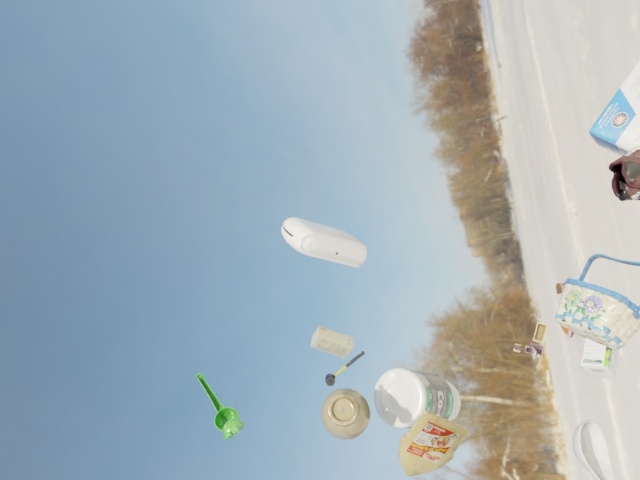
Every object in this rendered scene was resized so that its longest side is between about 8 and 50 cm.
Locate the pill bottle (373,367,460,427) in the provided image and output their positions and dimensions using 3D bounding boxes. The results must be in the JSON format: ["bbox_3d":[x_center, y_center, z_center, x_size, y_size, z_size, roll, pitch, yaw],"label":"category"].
[{"bbox_3d":[0.372,0.590,1.822,0.361,0.204,0.204,25,-123,-49],"label":"pill bottle"}]

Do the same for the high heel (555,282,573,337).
[{"bbox_3d":[1.099,0.296,2.133,0.082,0.117,0.243,133,132,-71],"label":"high heel"}]

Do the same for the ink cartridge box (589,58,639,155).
[{"bbox_3d":[1.024,-0.321,1.355,0.166,0.285,0.395,11,-155,-50],"label":"ink cartridge box"}]

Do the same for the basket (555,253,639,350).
[{"bbox_3d":[0.923,0.184,1.573,0.201,0.255,0.288,39,-98,-21],"label":"basket"}]

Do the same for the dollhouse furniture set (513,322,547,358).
[{"bbox_3d":[0.690,0.323,1.591,0.081,0.091,0.114,-20,-58,-76],"label":"dollhouse furniture set"}]

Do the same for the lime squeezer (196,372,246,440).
[{"bbox_3d":[-0.205,0.389,1.090,0.059,0.310,0.109,-15,-78,-24],"label":"lime squeezer"}]

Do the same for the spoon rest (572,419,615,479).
[{"bbox_3d":[0.769,0.644,1.361,0.137,0.084,0.276,4,-103,-34],"label":"spoon rest"}]

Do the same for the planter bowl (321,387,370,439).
[{"bbox_3d":[0.077,0.548,1.570,0.109,0.162,0.161,74,-165,-63],"label":"planter bowl"}]

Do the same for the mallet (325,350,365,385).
[{"bbox_3d":[0.094,0.491,1.885,0.039,0.190,0.062,51,-173,0],"label":"mallet"}]

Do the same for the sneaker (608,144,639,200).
[{"bbox_3d":[0.808,-0.099,1.184,0.281,0.163,0.106,58,157,28],"label":"sneaker"}]

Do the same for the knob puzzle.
[{"bbox_3d":[0.290,0.565,1.350,0.030,0.213,0.213,-129,17,-65],"label":"knob puzzle"}]

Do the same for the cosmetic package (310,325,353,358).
[{"bbox_3d":[0.035,0.301,1.447,0.115,0.060,0.041,23,-142,-11],"label":"cosmetic package"}]

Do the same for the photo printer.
[{"bbox_3d":[0.000,0.000,1.956,0.256,0.308,0.107,41,113,62],"label":"photo printer"}]

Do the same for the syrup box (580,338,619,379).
[{"bbox_3d":[1.054,0.389,1.834,0.096,0.093,0.236,46,-124,-30],"label":"syrup box"}]
